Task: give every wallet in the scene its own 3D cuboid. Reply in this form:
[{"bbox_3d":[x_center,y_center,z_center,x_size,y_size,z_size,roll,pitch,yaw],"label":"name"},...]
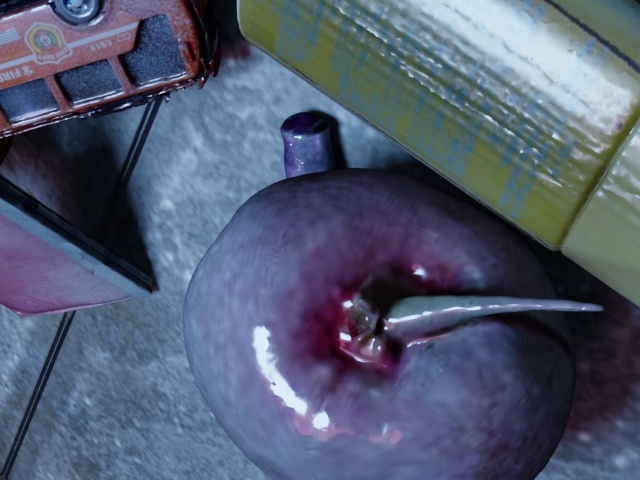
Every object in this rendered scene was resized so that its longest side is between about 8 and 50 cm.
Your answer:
[{"bbox_3d":[-0.226,0.007,0.800,0.119,0.025,0.232,-11,156,17],"label":"wallet"}]

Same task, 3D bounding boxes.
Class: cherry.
[{"bbox_3d":[0.031,0.061,0.622,0.213,0.183,0.266,38,153,12],"label":"cherry"}]

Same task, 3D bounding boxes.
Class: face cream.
[{"bbox_3d":[0.089,-0.079,0.550,0.285,0.067,0.139,37,140,14],"label":"face cream"}]

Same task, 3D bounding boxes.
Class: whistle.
[{"bbox_3d":[0.000,0.000,0.720,0.033,0.033,0.176,17,131,32],"label":"whistle"}]

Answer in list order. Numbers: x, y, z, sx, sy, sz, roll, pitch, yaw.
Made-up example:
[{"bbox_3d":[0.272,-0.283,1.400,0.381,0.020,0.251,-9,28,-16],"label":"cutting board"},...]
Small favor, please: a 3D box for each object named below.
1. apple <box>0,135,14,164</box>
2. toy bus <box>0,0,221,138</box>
[{"bbox_3d":[-0.314,-0.099,0.819,0.181,0.168,0.181,29,140,28],"label":"apple"},{"bbox_3d":[-0.171,-0.115,0.678,0.235,0.073,0.096,-12,127,11],"label":"toy bus"}]
